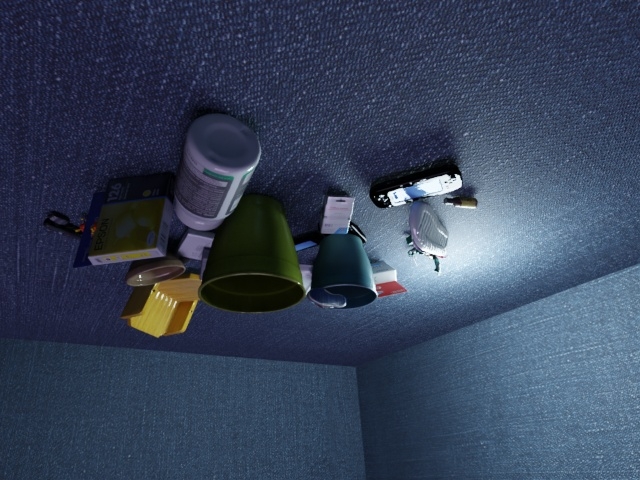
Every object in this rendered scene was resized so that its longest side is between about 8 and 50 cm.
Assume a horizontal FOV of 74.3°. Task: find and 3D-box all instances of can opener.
[{"bbox_3d":[-0.968,-0.040,1.619,0.073,0.059,0.186,-14,149,17],"label":"can opener"}]

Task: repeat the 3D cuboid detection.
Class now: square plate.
[{"bbox_3d":[-0.183,0.211,2.178,0.347,0.049,0.344,4,151,-15],"label":"square plate"}]

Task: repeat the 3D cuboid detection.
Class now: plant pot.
[{"bbox_3d":[-0.697,0.101,1.766,0.237,0.109,0.237,-19,166,-5],"label":"plant pot"},{"bbox_3d":[-0.242,0.038,1.538,0.367,0.352,0.366,-3,151,-2],"label":"plant pot"},{"bbox_3d":[0.086,0.118,1.733,0.272,0.255,0.271,-1,152,-1],"label":"plant pot"}]

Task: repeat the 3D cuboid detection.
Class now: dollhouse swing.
[{"bbox_3d":[-0.716,0.336,2.122,0.305,0.315,0.347,8,156,22],"label":"dollhouse swing"}]

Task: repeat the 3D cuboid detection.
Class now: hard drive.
[{"bbox_3d":[-0.437,0.038,1.802,0.308,0.040,0.203,13,146,-28],"label":"hard drive"}]

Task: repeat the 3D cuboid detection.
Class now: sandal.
[{"bbox_3d":[0.414,-0.027,1.700,0.102,0.169,0.416,4,162,34],"label":"sandal"}]

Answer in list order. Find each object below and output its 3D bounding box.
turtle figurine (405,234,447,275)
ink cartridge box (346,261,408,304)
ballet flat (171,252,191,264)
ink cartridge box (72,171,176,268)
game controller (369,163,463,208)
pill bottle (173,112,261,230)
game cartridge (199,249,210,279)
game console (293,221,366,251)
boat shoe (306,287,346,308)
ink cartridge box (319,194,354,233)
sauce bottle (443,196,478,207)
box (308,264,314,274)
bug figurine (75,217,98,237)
[{"bbox_3d":[0.477,0.059,1.913,0.175,0.118,0.234,27,173,41],"label":"turtle figurine"},{"bbox_3d":[0.212,0.187,1.945,0.296,0.066,0.261,-10,-163,-14],"label":"ink cartridge box"},{"bbox_3d":[-0.682,0.090,1.881,0.213,0.072,0.068,-13,142,15],"label":"ballet flat"},{"bbox_3d":[-0.628,-0.071,1.346,0.307,0.303,0.072,-6,148,3],"label":"ink cartridge box"},{"bbox_3d":[0.336,-0.185,1.494,0.319,0.067,0.166,-14,150,19],"label":"game controller"},{"bbox_3d":[-0.327,-0.187,1.272,0.204,0.204,0.361,10,148,-23],"label":"pill bottle"},{"bbox_3d":[-0.343,0.119,1.858,0.355,0.068,0.230,6,145,-16],"label":"game cartridge"},{"bbox_3d":[0.000,0.000,1.818,0.361,0.044,0.213,-17,148,24],"label":"game console"},{"bbox_3d":[0.012,0.228,1.597,0.183,0.066,0.066,23,144,-37],"label":"boat shoe"},{"bbox_3d":[0.060,-0.109,1.579,0.104,0.060,0.180,2,134,-10],"label":"ink cartridge box"},{"bbox_3d":[0.534,-0.146,1.611,0.128,0.042,0.042,2,151,-14],"label":"sauce bottle"},{"bbox_3d":[0.047,0.148,2.062,0.145,0.038,0.186,-30,147,12],"label":"box"},{"bbox_3d":[-0.827,-0.007,1.674,0.216,0.072,0.279,-6,151,-19],"label":"bug figurine"}]
